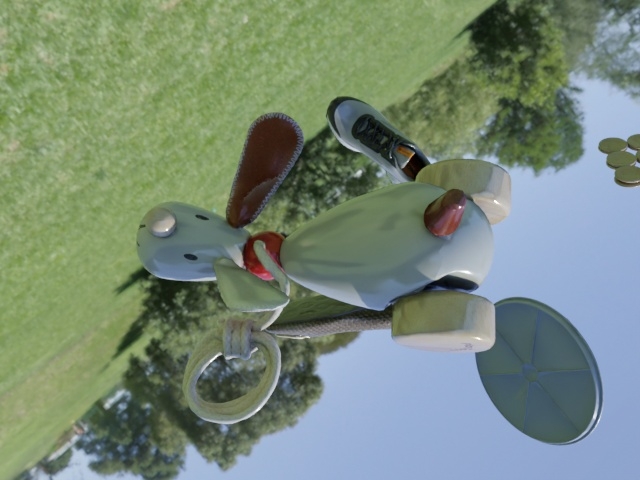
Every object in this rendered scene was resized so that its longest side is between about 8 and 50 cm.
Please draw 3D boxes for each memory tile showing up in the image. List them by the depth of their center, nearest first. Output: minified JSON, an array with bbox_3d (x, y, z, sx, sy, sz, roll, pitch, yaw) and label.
[{"bbox_3d":[0.447,-0.110,0.879,0.148,0.012,0.113,-7,-143,7],"label":"memory tile"}]

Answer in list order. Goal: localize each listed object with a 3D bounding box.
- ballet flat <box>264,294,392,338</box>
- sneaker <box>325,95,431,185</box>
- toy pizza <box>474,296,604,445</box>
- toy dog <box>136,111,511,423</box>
[{"bbox_3d":[0.053,0.096,0.831,0.250,0.058,0.084,-9,-163,3],"label":"ballet flat"},{"bbox_3d":[0.130,-0.196,1.356,0.100,0.271,0.108,-52,-172,-5],"label":"sneaker"},{"bbox_3d":[0.284,0.168,0.888,0.032,0.201,0.201,-16,173,-32],"label":"toy pizza"},{"bbox_3d":[0.000,0.000,0.545,0.334,0.220,0.161,-16,155,4],"label":"toy dog"}]
